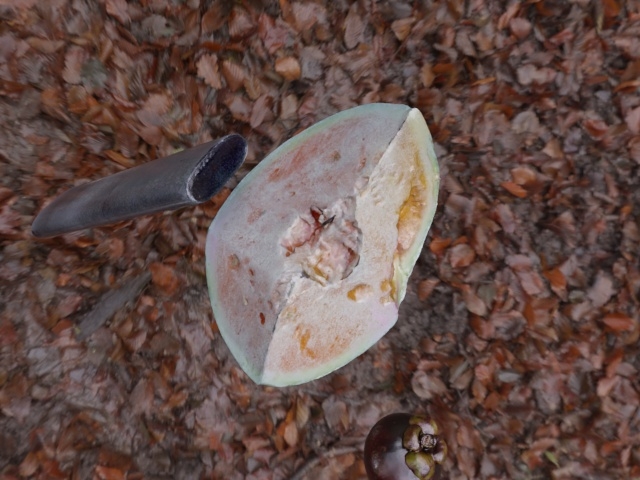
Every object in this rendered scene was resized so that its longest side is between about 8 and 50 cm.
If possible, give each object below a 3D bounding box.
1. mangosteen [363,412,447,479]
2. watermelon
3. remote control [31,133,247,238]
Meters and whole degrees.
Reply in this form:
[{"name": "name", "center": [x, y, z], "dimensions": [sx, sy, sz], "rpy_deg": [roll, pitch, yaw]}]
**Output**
[{"name": "mangosteen", "center": [0.130, 0.315, 0.867], "dimensions": [0.140, 0.140, 0.139], "rpy_deg": [-1, 96, -12]}, {"name": "watermelon", "center": [0.004, 0.004, 0.690], "dimensions": [0.321, 0.188, 0.175], "rpy_deg": [-50, 131, -4]}, {"name": "remote control", "center": [-0.243, -0.058, 0.734], "dimensions": [0.044, 0.378, 0.107], "rpy_deg": [52, 50, -30]}]
